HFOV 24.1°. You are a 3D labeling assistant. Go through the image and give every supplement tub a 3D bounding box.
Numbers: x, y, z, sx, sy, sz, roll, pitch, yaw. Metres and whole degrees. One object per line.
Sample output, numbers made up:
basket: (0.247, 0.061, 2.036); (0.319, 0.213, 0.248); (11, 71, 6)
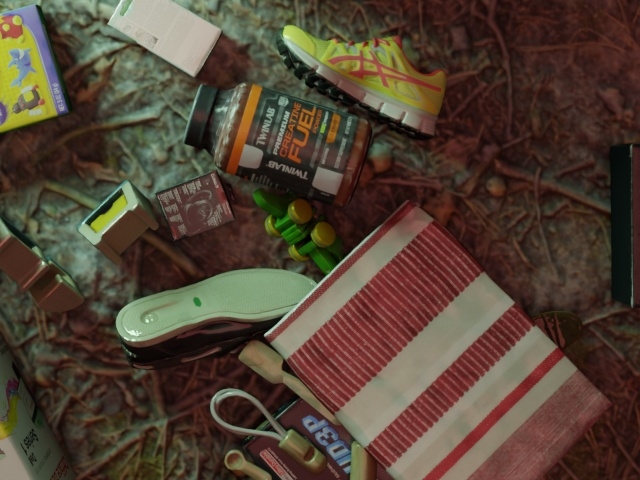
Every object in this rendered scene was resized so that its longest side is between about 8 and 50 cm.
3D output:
supplement tub: (-0.049, -0.111, 1.663); (0.197, 0.106, 0.106); (16, 94, -4)

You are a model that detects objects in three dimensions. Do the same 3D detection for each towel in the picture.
towel: (0.131, 0.147, 1.668); (0.237, 0.037, 0.329); (-43, 89, -8)

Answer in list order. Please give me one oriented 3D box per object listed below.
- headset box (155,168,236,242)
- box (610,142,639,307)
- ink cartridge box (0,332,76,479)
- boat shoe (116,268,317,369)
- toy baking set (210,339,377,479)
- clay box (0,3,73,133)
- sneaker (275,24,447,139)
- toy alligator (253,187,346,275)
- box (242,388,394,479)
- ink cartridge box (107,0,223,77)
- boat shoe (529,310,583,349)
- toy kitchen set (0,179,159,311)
headset box: (-0.138, -0.041, 1.700); (0.083, 0.032, 0.062); (-21, 96, -2)
box: (0.466, -0.021, 1.697); (0.261, 0.103, 0.184); (-1, 92, -3)
ink cartridge box: (-0.384, 0.187, 1.621); (0.117, 0.201, 0.278); (-27, 95, 0)
boat shoe: (-0.112, 0.091, 1.702); (0.233, 0.084, 0.079); (-14, 133, -8)
toy baking set: (-0.031, 0.245, 1.677); (0.196, 0.030, 0.256); (6, 94, -3)
clay box: (-0.401, -0.171, 1.667); (0.222, 0.053, 0.128); (-17, 96, -2)
sneaker: (0.049, -0.196, 1.681); (0.208, 0.081, 0.094); (27, 86, -11)
toy alligator: (0.000, 0.000, 1.705); (0.190, 0.056, 0.051); (45, 48, -12)
box: (0.046, 0.257, 1.723); (0.175, 0.051, 0.220); (-40, 95, 1)
ink cartridge box: (-0.174, -0.238, 1.685); (0.115, 0.029, 0.063); (31, 93, -4)
boat shoe: (0.234, 0.114, 1.724); (0.135, 0.045, 0.050); (-17, 88, 1)
toy kitchen set: (-0.312, -0.048, 1.654); (0.166, 0.122, 0.207); (-44, 125, 0)
